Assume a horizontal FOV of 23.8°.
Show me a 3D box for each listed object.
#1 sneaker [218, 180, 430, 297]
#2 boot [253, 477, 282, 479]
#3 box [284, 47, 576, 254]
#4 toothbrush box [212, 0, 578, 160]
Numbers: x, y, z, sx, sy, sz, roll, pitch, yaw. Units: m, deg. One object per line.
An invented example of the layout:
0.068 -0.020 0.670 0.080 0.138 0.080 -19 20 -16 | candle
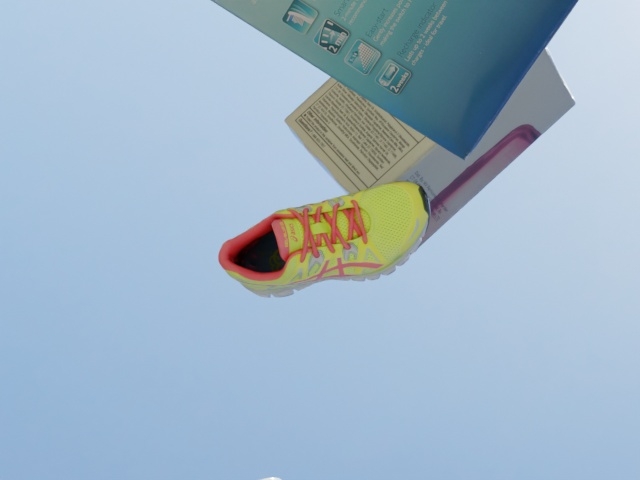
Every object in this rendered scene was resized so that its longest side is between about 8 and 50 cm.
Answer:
0.000 0.000 1.367 0.208 0.094 0.081 -23 -110 22 | sneaker
-0.059 0.308 1.339 0.088 0.244 0.176 -10 -109 3 | boot
0.108 -0.126 1.494 0.232 0.127 0.148 -42 -124 2 | box
0.025 -0.225 0.914 0.216 0.295 0.126 -57 -174 20 | toothbrush box
